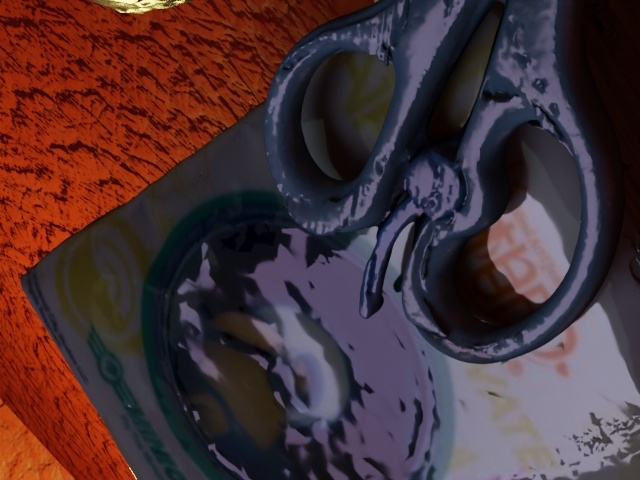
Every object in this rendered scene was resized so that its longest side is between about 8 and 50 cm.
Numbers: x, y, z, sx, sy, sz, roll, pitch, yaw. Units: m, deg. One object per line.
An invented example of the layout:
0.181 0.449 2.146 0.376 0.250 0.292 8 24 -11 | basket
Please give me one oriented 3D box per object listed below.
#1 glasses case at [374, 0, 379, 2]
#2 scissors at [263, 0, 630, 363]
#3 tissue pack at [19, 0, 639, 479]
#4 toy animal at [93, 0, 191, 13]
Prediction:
0.051 -0.173 0.890 0.041 0.063 0.164 35 155 30 | glasses case
0.088 -0.118 0.695 0.180 0.032 0.393 35 123 18 | scissors
0.050 0.046 0.912 0.388 0.162 0.287 -32 89 40 | tissue pack
-0.065 -0.233 0.794 0.188 0.226 0.358 32 155 3 | toy animal
